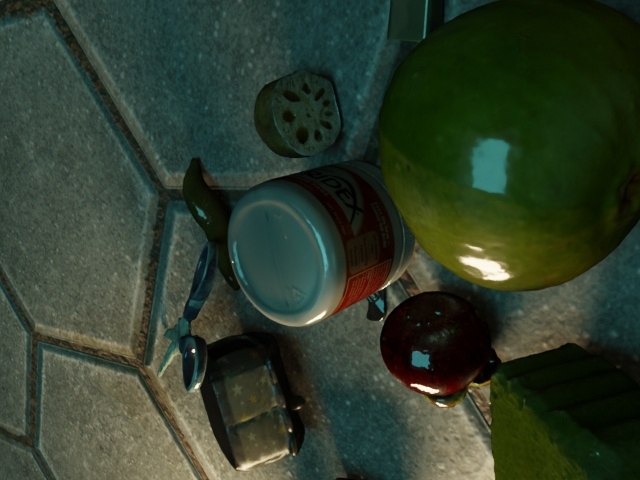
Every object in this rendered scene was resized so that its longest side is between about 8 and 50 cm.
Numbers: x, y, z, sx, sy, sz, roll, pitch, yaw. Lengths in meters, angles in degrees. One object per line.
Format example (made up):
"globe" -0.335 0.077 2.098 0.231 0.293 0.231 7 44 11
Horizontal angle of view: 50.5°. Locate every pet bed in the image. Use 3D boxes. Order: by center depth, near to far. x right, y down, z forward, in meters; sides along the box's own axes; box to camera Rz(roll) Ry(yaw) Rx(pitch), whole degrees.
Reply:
"pet bed" -0.117 0.273 1.203 0.183 0.159 0.210 15 120 66

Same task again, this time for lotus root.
"lotus root" -0.039 -0.177 0.964 0.081 0.112 0.122 3 112 45

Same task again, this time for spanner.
"spanner" 0.100 0.039 1.012 0.046 0.012 0.208 31 125 24

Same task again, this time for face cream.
"face cream" 0.000 0.000 0.946 0.201 0.187 0.201 16 115 38

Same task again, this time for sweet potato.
"sweet potato" -0.185 -0.023 1.188 0.069 0.059 0.249 -3 111 60

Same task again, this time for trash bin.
"trash bin" 0.119 -0.294 0.835 0.061 0.043 0.092 16 115 33

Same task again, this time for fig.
"fig" 0.186 -0.106 0.704 0.316 0.316 0.316 16 118 33

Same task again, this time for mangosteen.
"mangosteen" 0.159 0.163 0.926 0.156 0.146 0.181 10 115 33

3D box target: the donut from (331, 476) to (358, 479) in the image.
"donut" 0.089 0.510 1.173 0.141 0.085 0.217 -10 103 41

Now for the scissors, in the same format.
"scissors" -0.253 0.168 1.245 0.383 0.029 0.255 140 137 -60

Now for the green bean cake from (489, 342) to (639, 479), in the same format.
"green bean cake" 0.312 0.275 0.788 0.247 0.156 0.249 -132 34 -69
